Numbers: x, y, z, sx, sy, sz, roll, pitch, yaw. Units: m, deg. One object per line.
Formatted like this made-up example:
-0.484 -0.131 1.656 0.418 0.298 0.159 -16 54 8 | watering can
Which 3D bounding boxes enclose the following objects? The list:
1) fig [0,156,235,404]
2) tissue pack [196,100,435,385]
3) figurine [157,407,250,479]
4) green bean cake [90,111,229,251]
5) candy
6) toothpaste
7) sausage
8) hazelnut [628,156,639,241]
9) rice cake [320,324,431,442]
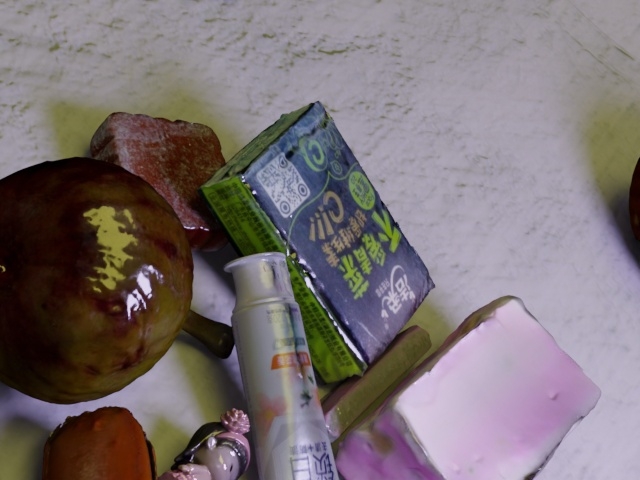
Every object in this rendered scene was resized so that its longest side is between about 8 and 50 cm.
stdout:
-0.179 0.059 1.689 0.321 0.217 0.217 35 33 -56 | fig
0.000 0.000 1.875 0.235 0.073 0.173 57 41 -14 | tissue pack
-0.109 0.202 1.677 0.054 0.072 0.129 22 38 26 | figurine
-0.152 -0.054 1.857 0.135 0.056 0.135 6 57 -35 | green bean cake
0.148 0.177 1.859 0.155 0.116 0.265 46 42 4 | candy
-0.029 0.173 1.742 0.100 0.066 0.323 -2 75 -41 | toothpaste
-0.177 0.281 1.539 0.102 0.102 0.330 20 46 -24 | sausage
0.463 -0.030 2.219 0.229 0.229 0.229 21 47 -24 | hazelnut
0.044 0.142 1.859 0.036 0.047 0.206 52 43 0 | rice cake
